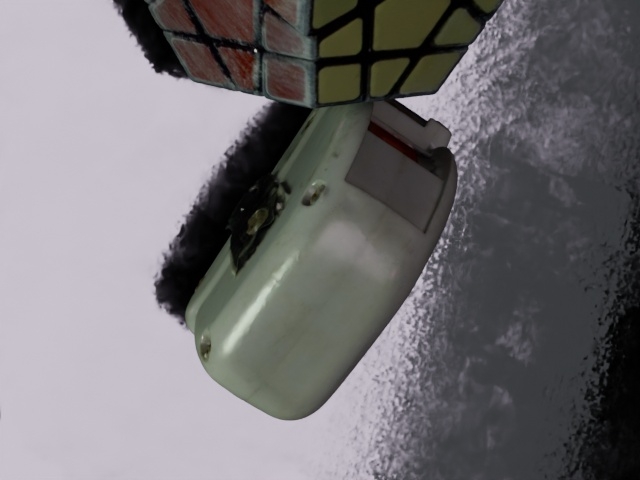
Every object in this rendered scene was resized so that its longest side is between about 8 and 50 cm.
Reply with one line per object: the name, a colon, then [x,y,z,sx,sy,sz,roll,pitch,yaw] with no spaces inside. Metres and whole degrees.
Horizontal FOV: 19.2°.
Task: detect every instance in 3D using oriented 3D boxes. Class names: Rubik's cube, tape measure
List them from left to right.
tape measure: [0.000,0.000,1.501,0.130,0.265,0.258,35,97,-10]
Rubik's cube: [0.002,-0.249,1.439,0.264,0.319,0.319,26,91,-22]
